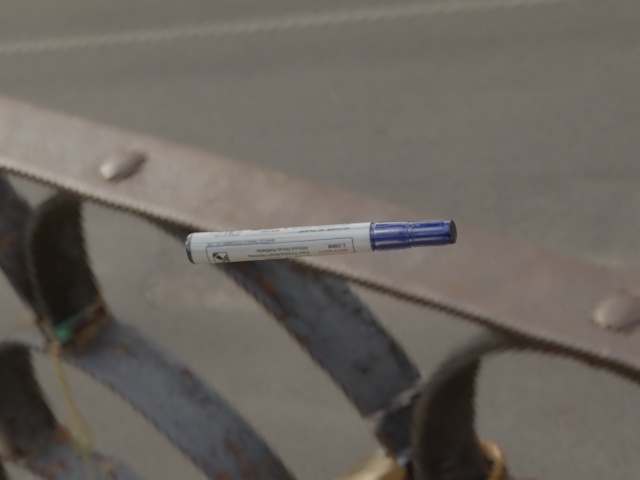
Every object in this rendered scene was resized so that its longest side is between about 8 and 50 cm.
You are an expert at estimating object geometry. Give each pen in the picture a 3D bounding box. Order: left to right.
[{"bbox_3d":[0.000,0.000,1.372,0.204,0.025,0.025,-4,40,14],"label":"pen"}]
